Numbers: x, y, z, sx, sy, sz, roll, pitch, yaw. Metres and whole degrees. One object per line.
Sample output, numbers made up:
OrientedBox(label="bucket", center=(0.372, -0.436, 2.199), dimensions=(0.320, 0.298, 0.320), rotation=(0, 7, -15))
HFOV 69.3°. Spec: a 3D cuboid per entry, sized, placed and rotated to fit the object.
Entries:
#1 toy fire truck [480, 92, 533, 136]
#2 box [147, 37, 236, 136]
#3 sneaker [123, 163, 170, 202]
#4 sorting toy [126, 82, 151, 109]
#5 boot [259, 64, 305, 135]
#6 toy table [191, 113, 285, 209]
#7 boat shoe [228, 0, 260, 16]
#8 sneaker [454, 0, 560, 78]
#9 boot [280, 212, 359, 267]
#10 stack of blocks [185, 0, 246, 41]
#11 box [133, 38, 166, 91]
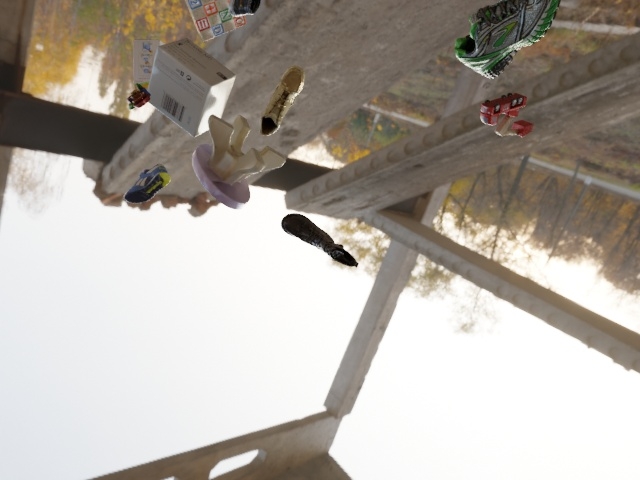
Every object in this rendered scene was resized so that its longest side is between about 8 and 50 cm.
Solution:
OrientedBox(label="toy fire truck", center=(0.549, -0.359, 1.366), dimensions=(0.192, 0.135, 0.047), rotation=(-21, -140, -20))
OrientedBox(label="box", center=(-0.359, -0.420, 1.280), dimensions=(0.181, 0.182, 0.119), rotation=(37, -138, 2))
OrientedBox(label="sneaker", center=(-0.463, -0.151, 1.237), dimensions=(0.053, 0.144, 0.059), rotation=(44, -162, -57))
OrientedBox(label="sorting toy", center=(-0.466, -0.366, 1.175), dimensions=(0.102, 0.061, 0.042), rotation=(15, 151, 48))
OrientedBox(label="boot", center=(-0.161, -0.562, 1.879), dimensions=(0.095, 0.262, 0.203), rotation=(31, -131, -15))
OrientedBox(label="toy table", center=(-0.241, -0.229, 1.291), dimensions=(0.252, 0.161, 0.274), rotation=(17, -147, -50))
OrientedBox(label="boat shoe", center=(-0.219, -0.784, 1.454), dimensions=(0.083, 0.183, 0.065), rotation=(12, 170, 23))
OrientedBox(label="sneaker", center=(0.453, -0.533, 1.139), dimensions=(0.146, 0.134, 0.343), rotation=(15, 159, -12))
OrientedBox(label="boot", center=(0.000, 0.000, 1.653), dimensions=(0.263, 0.091, 0.229), rotation=(26, -174, -29))
OrientedBox(label="stack of blocks", center=(-0.372, -0.839, 1.539), dimensions=(0.087, 0.171, 0.297), rotation=(61, 173, 26))
OrientedBox(label="box", center=(-0.634, -0.640, 1.755), dimensions=(0.103, 0.203, 0.114), rotation=(3, -173, 5))
